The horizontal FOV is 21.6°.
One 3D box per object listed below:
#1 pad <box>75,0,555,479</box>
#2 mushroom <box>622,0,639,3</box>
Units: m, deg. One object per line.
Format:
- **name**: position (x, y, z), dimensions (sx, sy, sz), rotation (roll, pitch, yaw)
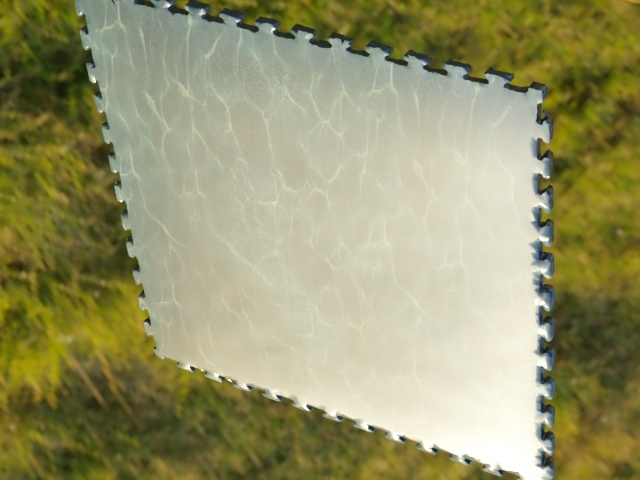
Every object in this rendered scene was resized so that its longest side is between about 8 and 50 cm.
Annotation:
- **pad**: position (0.000, 0.000, 0.877), dimensions (0.012, 0.269, 0.270), rotation (-50, 144, -40)
- **mushroom**: position (0.246, -0.305, 1.265), dimensions (0.278, 0.297, 0.163), rotation (-31, 132, 28)
